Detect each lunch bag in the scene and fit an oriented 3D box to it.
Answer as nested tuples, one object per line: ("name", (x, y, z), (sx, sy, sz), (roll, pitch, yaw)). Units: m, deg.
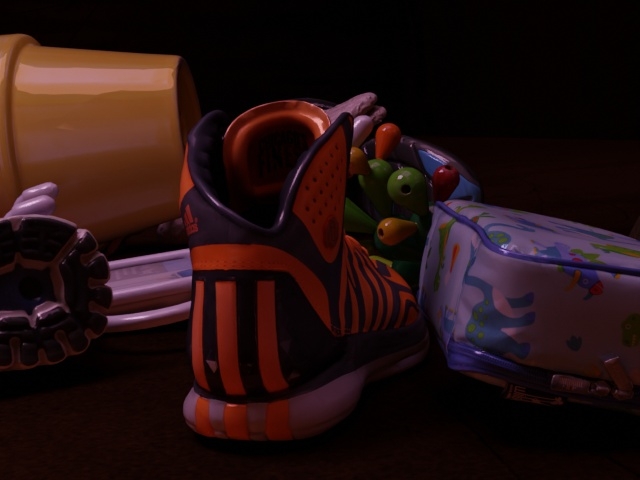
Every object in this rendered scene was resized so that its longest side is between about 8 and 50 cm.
("lunch bag", (0.154, 0.037, 0.681), (0.176, 0.090, 0.219), (10, 8, -6))

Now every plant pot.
("plant pot", (-0.249, -0.098, 1.199), (0.239, 0.253, 0.254), (-8, 8, 4))

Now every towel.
("towel", (-0.058, -0.090, 1.413), (0.187, 0.049, 0.282), (-14, 22, 49))

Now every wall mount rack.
("wall mount rack", (-0.115, -0.019, 1.006), (0.304, 0.130, 0.350), (-11, 8, -11))

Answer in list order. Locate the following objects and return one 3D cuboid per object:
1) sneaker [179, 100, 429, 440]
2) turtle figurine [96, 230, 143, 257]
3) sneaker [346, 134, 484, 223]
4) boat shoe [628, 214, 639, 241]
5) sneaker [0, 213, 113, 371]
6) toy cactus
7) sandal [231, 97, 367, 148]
("sneaker", (0.000, 0.000, 0.737), (0.125, 0.180, 0.321), (-1, 7, 11))
("turtle figurine", (-0.252, -0.043, 1.406), (0.217, 0.087, 0.269), (-4, 38, 31))
("sneaker", (0.102, -0.073, 1.441), (0.140, 0.125, 0.341), (-6, 9, -32))
("boat shoe", (0.350, -0.003, 1.062), (0.073, 0.080, 0.223), (25, -5, -3))
("sneaker", (-0.311, 0.057, 0.751), (0.330, 0.129, 0.147), (-3, -7, -32))
("toy cactus", (0.086, 0.001, 0.936), (0.181, 0.112, 0.219), (24, -32, 3))
("sandal", (-0.140, -0.114, 1.840), (0.446, 0.167, 0.107), (-8, 31, 18))
